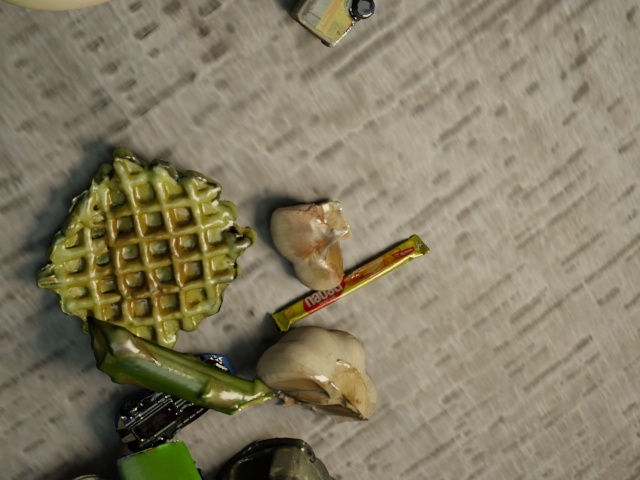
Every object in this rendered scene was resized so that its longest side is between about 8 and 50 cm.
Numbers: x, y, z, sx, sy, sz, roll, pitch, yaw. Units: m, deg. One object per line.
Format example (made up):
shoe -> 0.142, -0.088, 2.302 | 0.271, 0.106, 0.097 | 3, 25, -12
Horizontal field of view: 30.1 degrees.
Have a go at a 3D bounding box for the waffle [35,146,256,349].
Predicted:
waffle -> -0.270, 0.022, 1.850 | 0.297, 0.073, 0.317 | 32, 103, -21

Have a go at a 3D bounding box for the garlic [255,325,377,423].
garlic -> -0.004, 0.214, 1.988 | 0.229, 0.178, 0.142 | 30, 65, -44

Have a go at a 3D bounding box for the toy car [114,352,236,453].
toy car -> -0.239, 0.260, 1.951 | 0.216, 0.063, 0.103 | -36, 117, -12

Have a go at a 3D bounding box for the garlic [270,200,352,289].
garlic -> -0.008, 0.007, 1.931 | 0.124, 0.099, 0.174 | -21, 116, 4

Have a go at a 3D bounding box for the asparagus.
asparagus -> -0.221, 0.212, 1.870 | 0.343, 0.082, 0.085 | 27, 55, -23

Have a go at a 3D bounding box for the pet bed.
pet bed -> -0.063, 0.446, 2.043 | 0.183, 0.159, 0.211 | -25, 117, 18

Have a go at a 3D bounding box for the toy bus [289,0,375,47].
toy bus -> 0.063, -0.422, 1.807 | 0.106, 0.092, 0.268 | 34, 95, -17

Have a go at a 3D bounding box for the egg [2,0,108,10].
egg -> -0.369, -0.441, 1.529 | 0.345, 0.283, 0.283 | 31, 96, -31

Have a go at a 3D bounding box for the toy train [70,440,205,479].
toy train -> -0.292, 0.485, 1.931 | 0.249, 0.173, 0.307 | -17, 132, -19

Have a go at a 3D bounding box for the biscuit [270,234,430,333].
biscuit -> 0.050, 0.074, 2.002 | 0.292, 0.048, 0.026 | -29, 145, -9
